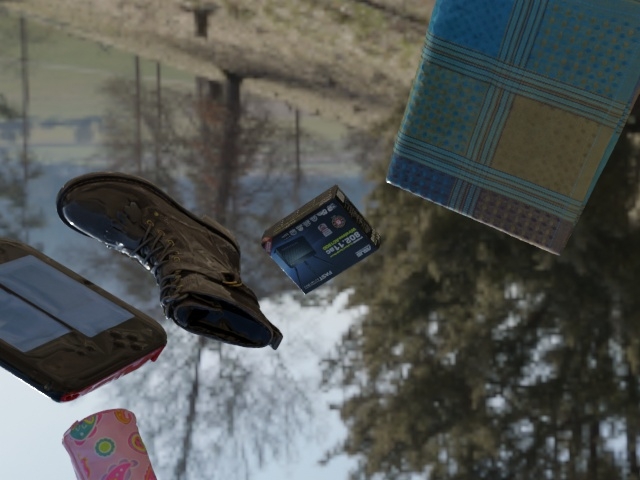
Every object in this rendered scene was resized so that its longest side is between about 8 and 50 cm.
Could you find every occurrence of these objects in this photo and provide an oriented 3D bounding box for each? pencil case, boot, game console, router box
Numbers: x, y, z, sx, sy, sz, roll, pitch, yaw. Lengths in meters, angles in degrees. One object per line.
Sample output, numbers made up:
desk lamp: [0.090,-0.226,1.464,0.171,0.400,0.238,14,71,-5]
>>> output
pencil case: [-0.282,0.385,1.583,0.124,0.284,0.124,-18,158,-8]
boot: [-0.173,0.023,1.261,0.263,0.091,0.229,21,-163,-20]
game console: [-0.469,0.115,1.806,0.386,0.060,0.342,28,-165,15]
router box: [0.000,0.000,1.390,0.122,0.092,0.038,-33,-157,23]

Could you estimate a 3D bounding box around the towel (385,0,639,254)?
towel: [0.246,-0.176,1.399,0.271,0.370,0.040,25,-141,12]
